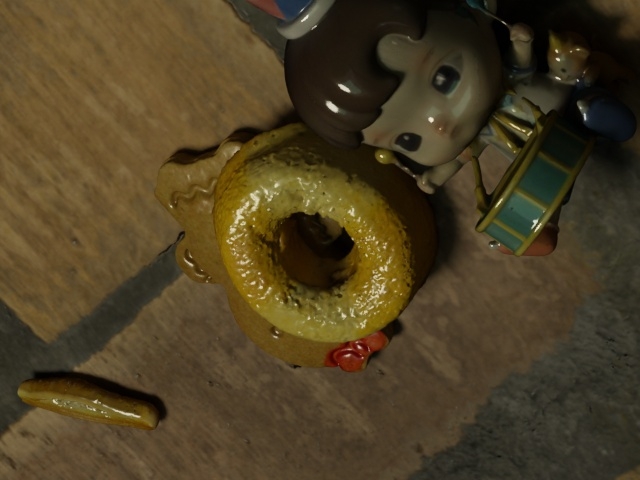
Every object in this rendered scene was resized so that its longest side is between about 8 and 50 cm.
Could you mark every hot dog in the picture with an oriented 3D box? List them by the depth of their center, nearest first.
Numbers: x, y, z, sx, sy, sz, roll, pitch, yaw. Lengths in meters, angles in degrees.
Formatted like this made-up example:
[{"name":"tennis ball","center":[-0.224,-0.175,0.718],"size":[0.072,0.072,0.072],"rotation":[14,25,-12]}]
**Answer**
[{"name":"hot dog","center":[-0.206,0.142,1.727],"size":[0.137,0.028,0.044],"rotation":[10,154,24]}]

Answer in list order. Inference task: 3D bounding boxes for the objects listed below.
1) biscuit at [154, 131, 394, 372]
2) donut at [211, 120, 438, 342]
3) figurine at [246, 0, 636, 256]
[{"name":"biscuit","center":[-0.038,0.019,1.543],"size":[0.166,0.036,0.225],"rotation":[-16,115,34]},{"name":"donut","center":[0.000,0.000,1.456],"size":[0.162,0.065,0.178],"rotation":[-41,107,20]},{"name":"figurine","center":[0.070,-0.107,1.307],"size":[0.275,0.158,0.161],"rotation":[30,123,4]}]
